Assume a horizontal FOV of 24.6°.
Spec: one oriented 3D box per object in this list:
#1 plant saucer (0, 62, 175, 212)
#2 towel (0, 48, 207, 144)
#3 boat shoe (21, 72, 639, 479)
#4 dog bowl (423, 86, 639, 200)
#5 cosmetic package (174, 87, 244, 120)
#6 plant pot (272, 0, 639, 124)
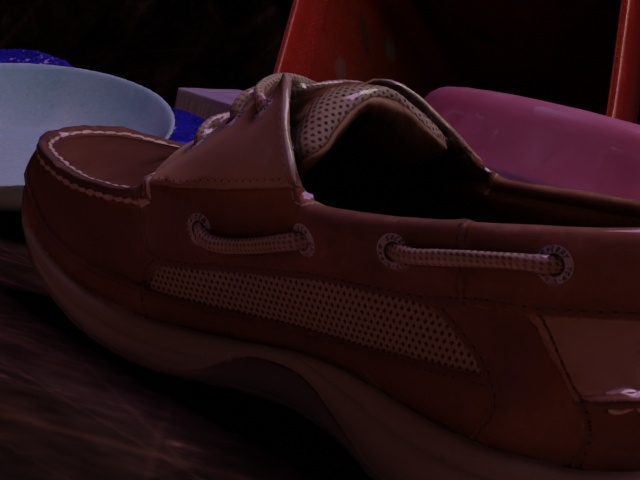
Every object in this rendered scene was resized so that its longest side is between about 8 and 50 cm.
[{"bbox_3d":[-0.181,-0.055,0.847,0.195,0.037,0.195,2,26,-1],"label":"plant saucer"},{"bbox_3d":[-0.199,-0.084,1.054,0.308,0.076,0.228,21,13,37],"label":"towel"},{"bbox_3d":[0.008,-0.004,0.518,0.324,0.116,0.123,21,25,40],"label":"boat shoe"},{"bbox_3d":[0.188,0.048,0.709,0.408,0.150,0.408,19,3,-1],"label":"dog bowl"},{"bbox_3d":[-0.029,-0.055,1.351,0.238,0.127,0.107,22,16,32],"label":"cosmetic package"},{"bbox_3d":[0.140,-0.125,1.176,0.267,0.267,0.235,0,-30,25],"label":"plant pot"}]
